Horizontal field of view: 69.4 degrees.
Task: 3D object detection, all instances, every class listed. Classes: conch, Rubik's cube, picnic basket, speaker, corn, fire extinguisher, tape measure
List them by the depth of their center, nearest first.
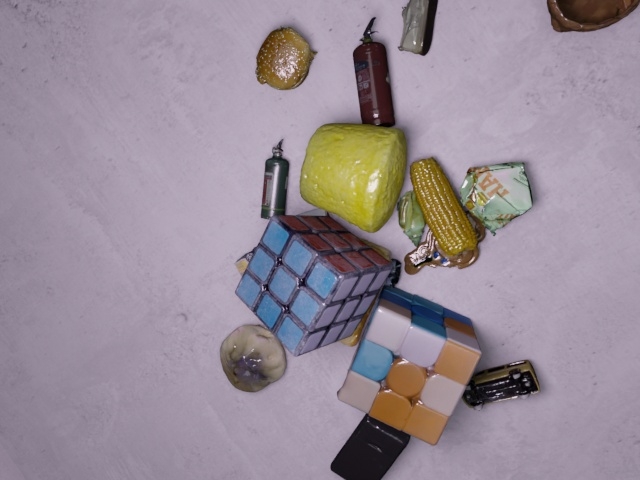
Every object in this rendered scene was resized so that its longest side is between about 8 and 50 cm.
[{"bbox_3d":[0.779,-0.772,1.277,0.293,0.337,0.336,-10,96,14],"label":"picnic basket"},{"bbox_3d":[-0.019,0.122,1.405,0.305,0.304,0.300,40,113,30],"label":"Rubik's cube"},{"bbox_3d":[0.400,-0.114,1.536,0.131,0.131,0.344,-25,76,15],"label":"corn"},{"bbox_3d":[0.178,-0.547,1.540,0.115,0.135,0.336,-11,96,-22],"label":"fire extinguisher"},{"bbox_3d":[0.293,0.390,1.543,0.345,0.346,0.346,24,103,7],"label":"Rubik's cube"},{"bbox_3d":[0.316,-0.075,1.608,0.095,0.080,0.200,-20,76,27],"label":"conch"},{"bbox_3d":[0.258,0.115,1.638,0.054,0.094,0.091,10,136,10],"label":"tape measure"},{"bbox_3d":[-0.165,-0.222,1.686,0.093,0.118,0.294,2,100,-23],"label":"fire extinguisher"},{"bbox_3d":[0.205,0.735,1.723,0.180,0.184,0.388,30,118,8],"label":"speaker"}]

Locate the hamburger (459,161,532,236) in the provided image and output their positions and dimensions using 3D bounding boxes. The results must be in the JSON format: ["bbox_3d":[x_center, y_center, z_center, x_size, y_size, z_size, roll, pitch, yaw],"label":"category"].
[{"bbox_3d":[0.569,-0.136,1.509,0.214,0.125,0.234,-10,96,10],"label":"hamburger"}]

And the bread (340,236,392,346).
[{"bbox_3d":[0.080,0.175,1.640,0.237,0.165,0.375,18,108,-2],"label":"bread"}]

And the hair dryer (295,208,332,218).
[{"bbox_3d":[0.000,0.000,1.704,0.131,0.073,0.236,-16,104,16],"label":"hair dryer"}]

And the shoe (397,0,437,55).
[{"bbox_3d":[0.316,-0.745,1.498,0.099,0.103,0.274,11,99,25],"label":"shoe"}]

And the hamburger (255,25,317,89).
[{"bbox_3d":[-0.133,-0.620,1.604,0.189,0.122,0.215,41,107,2],"label":"hamburger"}]

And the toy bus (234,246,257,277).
[{"bbox_3d":[-0.187,0.063,1.736,0.268,0.092,0.106,-19,102,15],"label":"toy bus"}]

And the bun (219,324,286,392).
[{"bbox_3d":[-0.271,0.460,1.774,0.273,0.168,0.272,3,107,10],"label":"bun"}]

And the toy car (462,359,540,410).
[{"bbox_3d":[0.617,0.496,1.602,0.257,0.124,0.101,-23,92,24],"label":"toy car"}]

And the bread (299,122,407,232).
[{"bbox_3d":[0.115,-0.215,1.509,0.308,0.348,0.347,17,102,20],"label":"bread"}]

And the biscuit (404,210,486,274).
[{"bbox_3d":[0.434,0.025,1.613,0.320,0.047,0.183,-24,90,16],"label":"biscuit"}]
